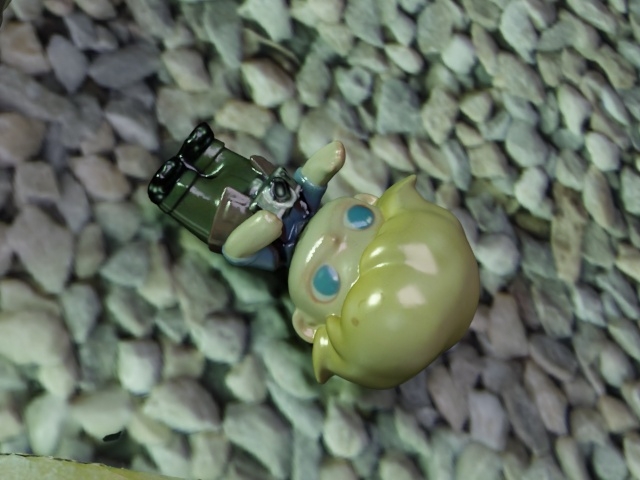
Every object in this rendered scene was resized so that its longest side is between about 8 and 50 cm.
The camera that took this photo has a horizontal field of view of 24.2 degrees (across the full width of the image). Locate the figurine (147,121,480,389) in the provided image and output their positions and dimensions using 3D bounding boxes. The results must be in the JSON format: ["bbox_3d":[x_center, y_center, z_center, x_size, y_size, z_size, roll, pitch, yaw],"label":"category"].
[{"bbox_3d":[0.000,0.000,0.862,0.196,0.108,0.114,37,46,1],"label":"figurine"}]

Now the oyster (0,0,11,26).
[{"bbox_3d":[-0.275,-0.111,0.763,0.271,0.100,0.275,6,65,-24],"label":"oyster"}]

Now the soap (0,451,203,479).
[{"bbox_3d":[-0.100,0.234,0.669,0.160,0.080,0.258,12,56,-25],"label":"soap"}]
